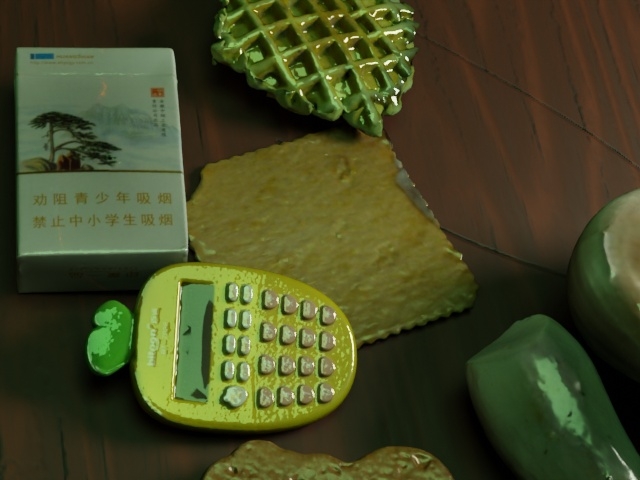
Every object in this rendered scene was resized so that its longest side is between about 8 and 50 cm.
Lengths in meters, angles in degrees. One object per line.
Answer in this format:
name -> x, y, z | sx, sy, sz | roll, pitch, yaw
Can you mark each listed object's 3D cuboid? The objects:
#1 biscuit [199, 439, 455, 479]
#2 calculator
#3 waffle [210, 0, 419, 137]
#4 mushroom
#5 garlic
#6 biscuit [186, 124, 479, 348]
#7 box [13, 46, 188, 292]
biscuit -> 0.043, 0.250, 1.375 | 0.295, 0.044, 0.186 | 7, 58, -7
calculator -> -0.083, 0.092, 1.441 | 0.234, 0.032, 0.146 | 6, 71, -13
waffle -> -0.002, -0.202, 1.670 | 0.207, 0.054, 0.214 | 22, 49, 2
mushroom -> 0.228, 0.188, 1.435 | 0.118, 0.103, 0.270 | -34, 79, -24
garlic -> 0.342, 0.071, 1.489 | 0.279, 0.132, 0.325 | 32, 35, -8
biscuit -> 0.000, 0.000, 1.557 | 0.236, 0.013, 0.232 | -17, 61, -23
box -> -0.198, -0.067, 1.521 | 0.149, 0.067, 0.233 | 1, 56, -11
